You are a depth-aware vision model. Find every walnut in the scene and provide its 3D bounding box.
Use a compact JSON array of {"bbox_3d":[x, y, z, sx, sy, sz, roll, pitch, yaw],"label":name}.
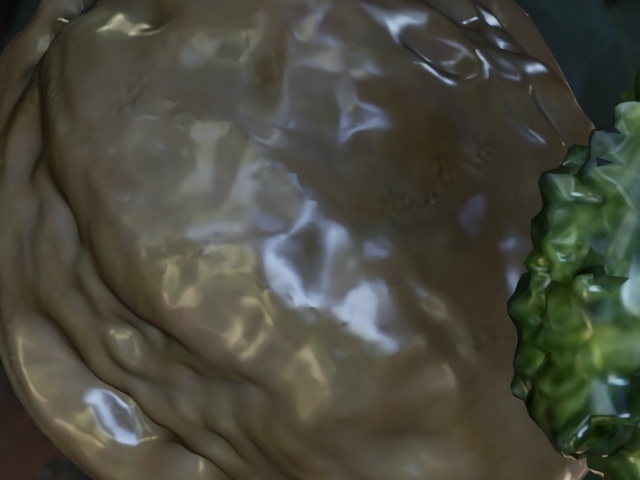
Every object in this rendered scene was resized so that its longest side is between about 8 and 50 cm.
[{"bbox_3d":[-0.002,0.001,0.758,0.273,0.273,0.227,31,54,-5],"label":"walnut"}]

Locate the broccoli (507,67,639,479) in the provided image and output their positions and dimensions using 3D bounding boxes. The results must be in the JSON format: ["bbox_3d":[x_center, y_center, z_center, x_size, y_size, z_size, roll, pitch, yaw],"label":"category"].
[{"bbox_3d":[0.183,0.011,0.399,0.288,0.260,0.235,14,11,24],"label":"broccoli"}]
